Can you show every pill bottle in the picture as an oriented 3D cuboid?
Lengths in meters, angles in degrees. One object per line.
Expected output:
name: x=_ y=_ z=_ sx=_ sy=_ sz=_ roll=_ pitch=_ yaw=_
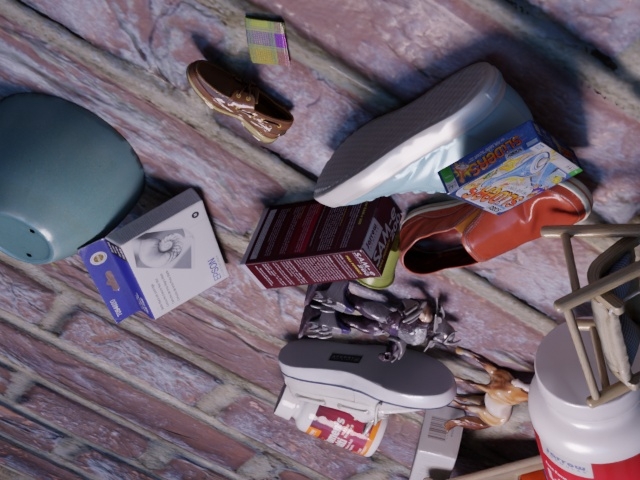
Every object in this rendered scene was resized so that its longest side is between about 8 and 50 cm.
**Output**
pill bottle: x=0.481 y=0.316 z=1.749 sx=0.229 sy=0.229 sz=0.407 roll=2 pitch=141 yaw=24
pill bottle: x=0.023 y=0.354 z=2.123 sx=0.221 sy=0.121 sz=0.121 roll=22 pitch=145 yaw=-3

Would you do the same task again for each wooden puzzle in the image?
wooden puzzle: x=0.399 y=0.558 z=2.142 sx=0.348 sy=0.080 sz=0.322 roll=-11 pitch=142 yaw=2

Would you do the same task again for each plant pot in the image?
plant pot: x=0.099 y=0.024 z=1.687 sx=0.083 sy=0.083 sz=0.079 roll=23 pitch=132 yaw=-4
plant pot: x=-0.468 y=-0.076 z=1.725 sx=0.290 sy=0.195 sz=0.290 roll=14 pitch=144 yaw=10

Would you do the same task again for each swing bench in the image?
swing bench: x=0.469 y=0.082 z=1.446 sx=0.255 sy=0.165 sz=0.253 roll=-15 pitch=135 yaw=16

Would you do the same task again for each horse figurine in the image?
horse figurine: x=0.315 y=0.299 z=1.953 sx=0.175 sy=0.066 sz=0.263 roll=22 pitch=143 yaw=8

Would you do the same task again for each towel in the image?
towel: x=-0.074 y=-0.275 z=1.421 sx=0.060 sy=0.009 sz=0.083 roll=10 pitch=143 yaw=15

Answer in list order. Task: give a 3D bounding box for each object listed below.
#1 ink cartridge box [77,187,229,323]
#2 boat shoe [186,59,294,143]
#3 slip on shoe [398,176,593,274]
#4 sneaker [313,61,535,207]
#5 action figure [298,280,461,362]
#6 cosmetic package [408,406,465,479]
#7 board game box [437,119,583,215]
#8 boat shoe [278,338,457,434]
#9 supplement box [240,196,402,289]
ink cartridge box: x=-0.285 y=0.041 z=1.794 sx=0.045 sy=0.224 sz=0.223 roll=50 pitch=164 yaw=37
boat shoe: x=-0.113 y=-0.210 z=1.487 sx=0.178 sy=0.064 sz=0.060 roll=34 pitch=138 yaw=-29
slip on shoe: x=0.253 y=-0.017 z=1.526 sx=0.331 sy=0.101 sz=0.123 roll=-16 pitch=130 yaw=39
sneaker: x=0.142 y=-0.105 z=1.434 sx=0.150 sy=0.135 sz=0.366 roll=41 pitch=141 yaw=-22
action figure: x=0.110 y=0.146 z=1.823 sx=0.285 sy=0.099 sz=0.185 roll=13 pitch=140 yaw=5
cosmetic package: x=0.240 y=0.447 z=2.145 sx=0.086 sy=0.117 sz=0.231 roll=13 pitch=146 yaw=8
board game box: x=0.253 y=-0.091 z=1.346 sx=0.136 sy=0.035 sz=0.201 roll=-30 pitch=161 yaw=23
boat shoe: x=0.092 y=0.298 z=1.969 sx=0.367 sy=0.136 sz=0.156 roll=5 pitch=124 yaw=26
supplement box: x=0.000 y=0.000 z=1.650 sx=0.239 sy=0.130 sz=0.073 roll=-8 pitch=136 yaw=36
